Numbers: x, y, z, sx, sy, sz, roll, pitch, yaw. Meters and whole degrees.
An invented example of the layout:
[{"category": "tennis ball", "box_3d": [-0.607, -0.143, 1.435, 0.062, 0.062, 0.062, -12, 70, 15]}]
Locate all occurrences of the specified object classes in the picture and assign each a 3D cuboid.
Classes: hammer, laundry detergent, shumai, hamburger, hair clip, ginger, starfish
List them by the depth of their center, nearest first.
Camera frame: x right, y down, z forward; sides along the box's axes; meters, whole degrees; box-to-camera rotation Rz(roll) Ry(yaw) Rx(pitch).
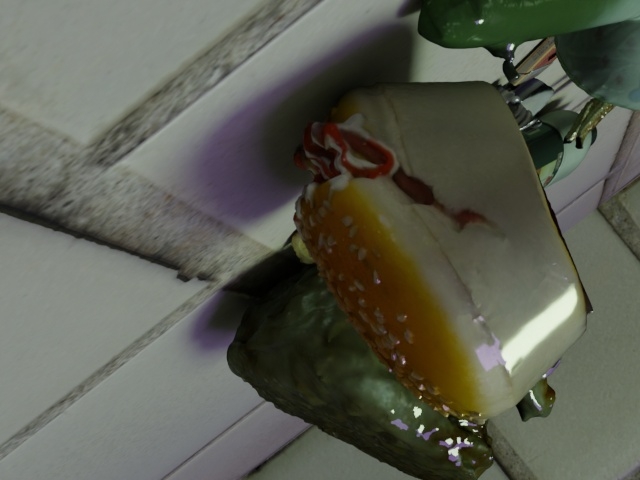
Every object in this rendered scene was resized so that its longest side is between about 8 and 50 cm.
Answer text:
[{"category": "hammer", "box_3d": [0.185, -0.160, 0.968, 0.335, 0.119, 0.206, -18, 158, -45]}, {"category": "hamburger", "box_3d": [0.073, 0.012, 0.980, 0.151, 0.227, 0.295, -24, 168, -6]}, {"category": "ginger", "box_3d": [0.000, 0.001, 1.257, 0.048, 0.030, 0.097, -36, 169, -16]}, {"category": "hair clip", "box_3d": [0.162, -0.100, 1.319, 0.116, 0.049, 0.172, -33, 173, 1]}, {"category": "shumai", "box_3d": [0.091, 0.060, 1.391, 0.288, 0.292, 0.330, -63, -169, -10]}, {"category": "starfish", "box_3d": [0.321, -0.171, 1.452, 0.223, 0.050, 0.217, -52, 176, -3]}, {"category": "laundry detergent", "box_3d": [0.224, -0.089, 1.530, 0.226, 0.070, 0.099, -27, 157, -52]}]

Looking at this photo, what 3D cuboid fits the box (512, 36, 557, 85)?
[{"category": "box", "box_3d": [0.196, -0.163, 1.239, 0.046, 0.012, 0.083, -28, 165, -50]}]
